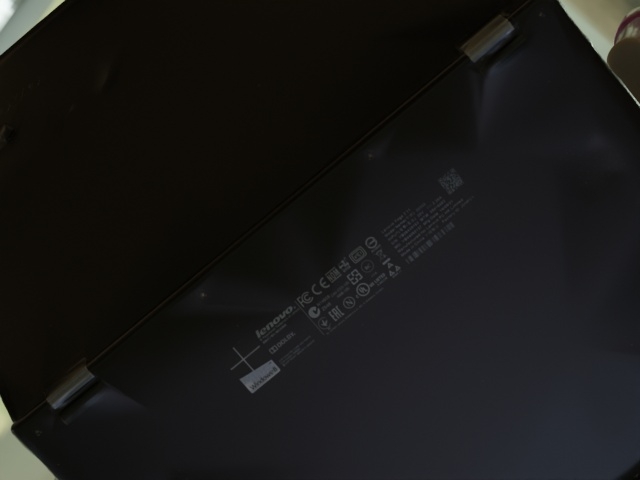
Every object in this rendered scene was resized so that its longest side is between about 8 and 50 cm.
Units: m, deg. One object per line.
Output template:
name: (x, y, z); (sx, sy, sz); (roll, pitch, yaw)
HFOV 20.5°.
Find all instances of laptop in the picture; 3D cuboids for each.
laptop: (0.000, 0.000, 1.078); (0.382, 0.408, 0.236); (-39, -166, 5)

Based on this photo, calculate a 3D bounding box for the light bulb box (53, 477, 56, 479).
light bulb box: (-0.070, 0.404, 1.660); (0.361, 0.358, 0.225); (7, -118, 44)

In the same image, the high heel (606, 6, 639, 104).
high heel: (0.303, -0.071, 1.319); (0.082, 0.244, 0.117); (-44, -179, 30)
